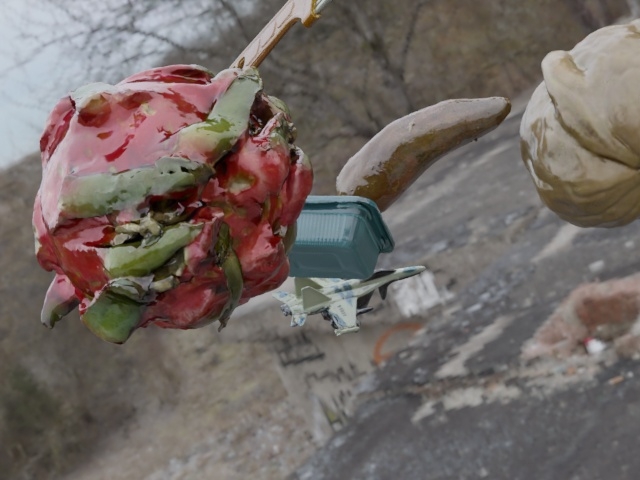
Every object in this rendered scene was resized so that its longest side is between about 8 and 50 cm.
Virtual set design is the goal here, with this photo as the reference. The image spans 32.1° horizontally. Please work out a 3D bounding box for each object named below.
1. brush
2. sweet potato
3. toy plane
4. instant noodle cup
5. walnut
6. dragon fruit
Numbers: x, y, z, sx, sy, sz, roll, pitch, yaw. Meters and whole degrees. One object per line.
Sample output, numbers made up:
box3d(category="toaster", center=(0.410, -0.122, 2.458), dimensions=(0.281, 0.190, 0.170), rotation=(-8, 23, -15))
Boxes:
box3d(category="brush", center=(-0.039, -0.211, 1.084), dimensions=(0.017, 0.090, 0.314), rotation=(18, -25, -20))
box3d(category="sweet potato", center=(0.131, -0.127, 1.555), dimensions=(0.292, 0.097, 0.097), rotation=(-35, 3, 24))
box3d(category="toy plane", center=(0.057, 0.091, 1.883), dimensions=(0.262, 0.088, 0.192), rotation=(-7, 35, -21))
box3d(category="instant noodle cup", center=(0.000, 0.000, 1.509), dimensions=(0.179, 0.070, 0.157), rotation=(2, -25, 18))
box3d(category="walnut", center=(0.416, -0.160, 1.521), dimensions=(0.296, 0.285, 0.285), rotation=(-44, 0, 23))
box3d(category="dragon fruit", center=(-0.124, -0.034, 0.946), dimensions=(0.237, 0.231, 0.303), rotation=(-2, 5, -5))
